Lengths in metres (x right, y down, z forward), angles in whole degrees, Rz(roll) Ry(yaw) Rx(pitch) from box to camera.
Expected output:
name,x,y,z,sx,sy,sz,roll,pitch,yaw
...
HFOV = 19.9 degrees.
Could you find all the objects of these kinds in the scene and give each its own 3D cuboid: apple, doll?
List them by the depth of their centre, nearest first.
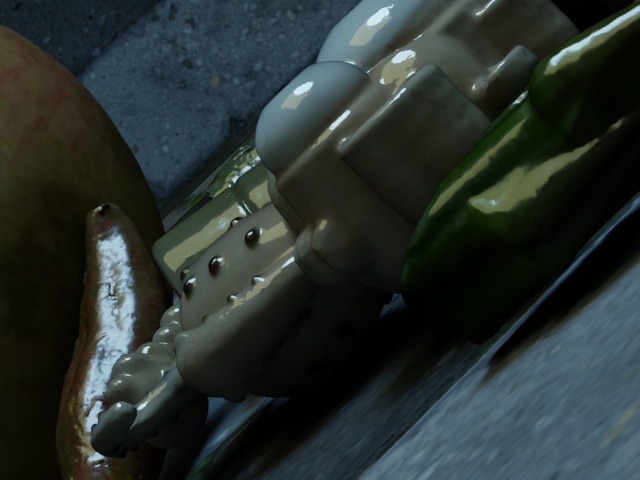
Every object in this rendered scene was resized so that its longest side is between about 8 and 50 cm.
name,x,y,z,sx,sy,sz,roll,pitch,yaw
doll,0.000,-0.001,0.787,0.278,0.119,0.154,-44,2,32
apple,-0.262,0.037,1.092,0.364,0.364,0.364,-42,7,7

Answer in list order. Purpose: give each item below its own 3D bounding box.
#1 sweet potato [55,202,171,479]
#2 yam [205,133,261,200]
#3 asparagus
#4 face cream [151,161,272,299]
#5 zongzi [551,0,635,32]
name,x,y,z,sx,sy,sz,roll,pitch,yaw
sweet potato,-0.103,0.086,0.912,0.255,0.058,0.078,-91,6,-49
yam,-0.014,-0.070,1.425,0.179,0.078,0.078,-49,9,-21
asparagus,0.139,-0.075,0.623,0.287,0.080,0.080,-40,8,19
face cream,0.070,-0.065,0.960,0.341,0.084,0.137,-37,-2,-1
zongzi,0.224,-0.223,0.748,0.286,0.134,0.288,-51,10,-33
